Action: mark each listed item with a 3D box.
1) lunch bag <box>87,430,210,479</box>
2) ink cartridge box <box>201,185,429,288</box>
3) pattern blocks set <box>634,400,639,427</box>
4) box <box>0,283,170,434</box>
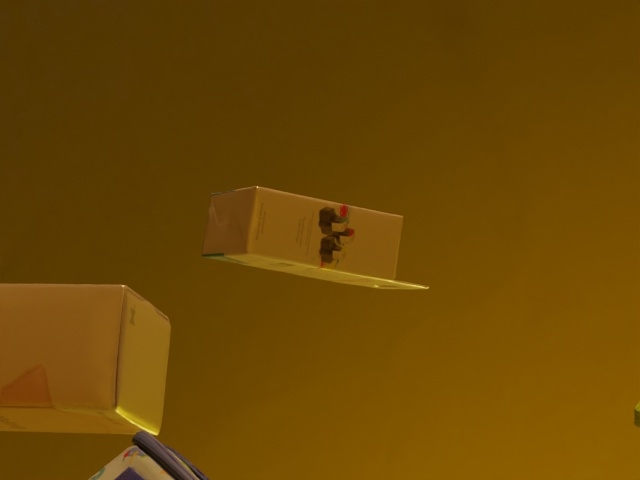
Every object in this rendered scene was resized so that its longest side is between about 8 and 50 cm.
[{"bbox_3d":[-0.087,0.256,1.270,0.219,0.090,0.176,32,160,48],"label":"lunch bag"},{"bbox_3d":[0.000,0.000,1.426,0.181,0.104,0.061,11,-96,-26],"label":"ink cartridge box"},{"bbox_3d":[0.426,0.183,1.456,0.325,0.285,0.026,-29,-54,-51],"label":"pattern blocks set"},{"bbox_3d":[-0.315,0.114,1.557,0.148,0.311,0.121,51,-139,-68],"label":"box"}]
